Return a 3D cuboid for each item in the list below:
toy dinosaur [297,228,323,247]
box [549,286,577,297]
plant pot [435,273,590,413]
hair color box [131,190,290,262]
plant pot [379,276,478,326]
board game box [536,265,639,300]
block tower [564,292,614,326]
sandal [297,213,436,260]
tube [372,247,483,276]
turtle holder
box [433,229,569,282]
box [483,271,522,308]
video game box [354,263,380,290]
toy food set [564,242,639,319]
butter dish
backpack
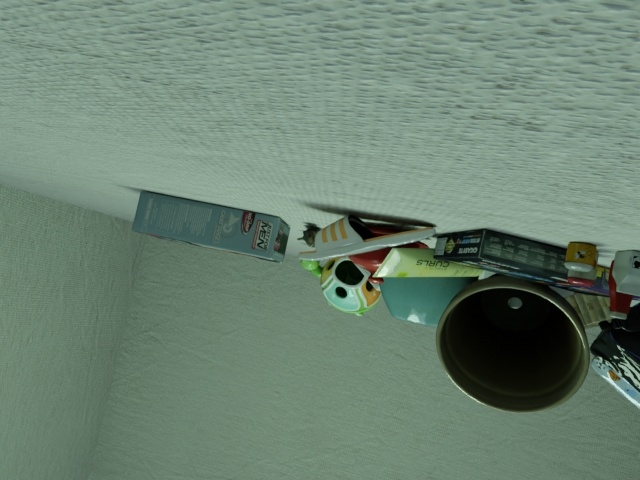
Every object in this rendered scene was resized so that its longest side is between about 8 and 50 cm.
[{"bbox_3d":[0.000,0.000,1.308,0.118,0.064,0.268,19,177,-5],"label":"toy dinosaur"},{"bbox_3d":[0.755,0.211,1.495,0.091,0.130,0.170,9,175,36],"label":"box"},{"bbox_3d":[0.472,0.205,1.171,0.323,0.323,0.280,10,-158,22],"label":"plant pot"},{"bbox_3d":[-0.285,-0.031,1.286,0.375,0.113,0.185,11,175,6],"label":"hair color box"},{"bbox_3d":[0.284,0.132,1.323,0.290,0.195,0.290,12,175,1],"label":"plant pot"},{"bbox_3d":[0.554,0.084,0.980,0.170,0.048,0.141,13,176,-19],"label":"board game box"},{"bbox_3d":[0.660,0.226,1.342,0.336,0.090,0.097,-27,151,34],"label":"block tower"},{"bbox_3d":[0.081,-0.015,0.893,0.265,0.076,0.102,-13,176,21],"label":"sandal"},{"bbox_3d":[0.226,0.047,0.966,0.240,0.070,0.062,2,-172,-26],"label":"tube"},{"bbox_3d":[0.103,0.139,1.907,0.320,0.243,0.227,52,173,21],"label":"turtle holder"},{"bbox_3d":[0.344,0.032,0.861,0.220,0.051,0.175,13,175,-11],"label":"box"},{"bbox_3d":[0.540,0.143,1.389,0.087,0.101,0.101,12,177,-36],"label":"box"},{"bbox_3d":[0.208,0.102,1.544,0.205,0.048,0.187,16,-157,-43],"label":"video game box"},{"bbox_3d":[0.483,0.078,0.736,0.232,0.104,0.111,12,175,0],"label":"toy food set"},{"bbox_3d":[0.129,0.035,1.021,0.160,0.118,0.160,7,174,40],"label":"butter dish"},{"bbox_3d":[0.814,0.271,1.125,0.276,0.263,0.213,49,153,28],"label":"backpack"}]
